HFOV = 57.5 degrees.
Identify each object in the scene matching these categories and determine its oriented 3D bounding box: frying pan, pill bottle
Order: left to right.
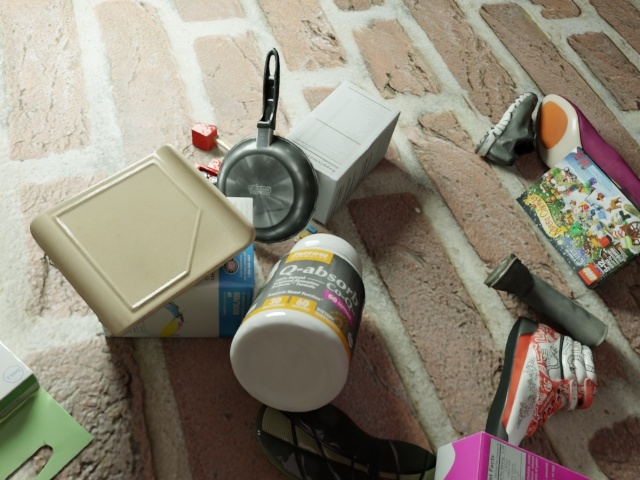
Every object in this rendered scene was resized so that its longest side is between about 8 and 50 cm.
[{"bbox_3d":[-0.074,-0.145,1.017,0.197,0.326,0.053,28,17,10],"label":"frying pan"},{"bbox_3d":[-0.019,0.106,0.873,0.162,0.162,0.278,18,29,2],"label":"pill bottle"}]

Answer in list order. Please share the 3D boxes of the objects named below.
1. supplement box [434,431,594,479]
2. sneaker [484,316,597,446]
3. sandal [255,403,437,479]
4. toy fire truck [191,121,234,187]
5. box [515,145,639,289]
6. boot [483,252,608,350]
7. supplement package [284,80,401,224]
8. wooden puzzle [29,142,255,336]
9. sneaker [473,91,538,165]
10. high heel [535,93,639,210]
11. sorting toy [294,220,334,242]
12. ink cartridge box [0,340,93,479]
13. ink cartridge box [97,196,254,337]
[{"bbox_3d":[0.275,0.362,0.799,0.220,0.111,0.114,26,53,-8],"label":"supplement box"},{"bbox_3d":[0.358,0.255,0.932,0.144,0.090,0.270,23,52,9],"label":"sneaker"},{"bbox_3d":[0.040,0.322,0.835,0.302,0.086,0.120,27,48,-10],"label":"sandal"},{"bbox_3d":[-0.184,-0.144,1.134,0.192,0.047,0.135,24,55,6],"label":"toy fire truck"},{"bbox_3d":[0.515,-0.044,1.133,0.044,0.159,0.233,8,44,-50],"label":"box"},{"bbox_3d":[0.395,0.112,1.018,0.208,0.076,0.189,48,26,18],"label":"boot"},{"bbox_3d":[0.028,-0.175,1.143,0.139,0.134,0.244,33,56,12],"label":"supplement package"},{"bbox_3d":[-0.247,-0.008,0.826,0.238,0.044,0.221,-38,70,-24],"label":"wooden puzzle"},{"bbox_3d":[0.444,-0.243,1.310,0.106,0.078,0.234,37,61,12],"label":"sneaker"},{"bbox_3d":[0.603,-0.168,1.280,0.181,0.127,0.377,8,55,-24],"label":"high heel"},{"bbox_3d":[0.000,0.000,1.090,0.083,0.012,0.062,32,55,12],"label":"sorting toy"},{"bbox_3d":[-0.461,0.250,0.802,0.235,0.056,0.171,35,56,16],"label":"ink cartridge box"},{"bbox_3d":[-0.225,0.043,0.920,0.232,0.168,0.171,1,56,-9],"label":"ink cartridge box"}]
